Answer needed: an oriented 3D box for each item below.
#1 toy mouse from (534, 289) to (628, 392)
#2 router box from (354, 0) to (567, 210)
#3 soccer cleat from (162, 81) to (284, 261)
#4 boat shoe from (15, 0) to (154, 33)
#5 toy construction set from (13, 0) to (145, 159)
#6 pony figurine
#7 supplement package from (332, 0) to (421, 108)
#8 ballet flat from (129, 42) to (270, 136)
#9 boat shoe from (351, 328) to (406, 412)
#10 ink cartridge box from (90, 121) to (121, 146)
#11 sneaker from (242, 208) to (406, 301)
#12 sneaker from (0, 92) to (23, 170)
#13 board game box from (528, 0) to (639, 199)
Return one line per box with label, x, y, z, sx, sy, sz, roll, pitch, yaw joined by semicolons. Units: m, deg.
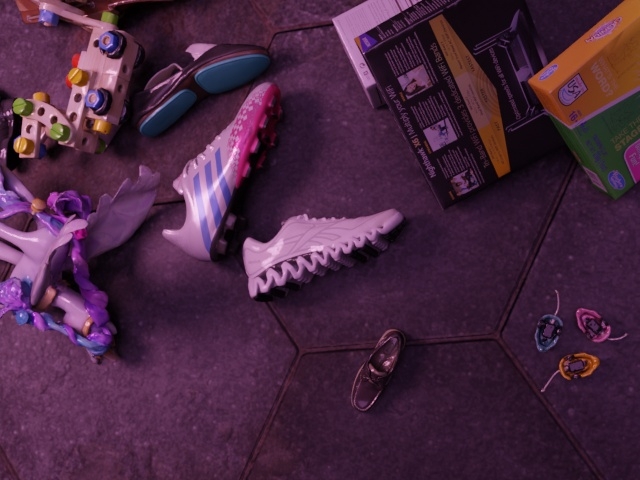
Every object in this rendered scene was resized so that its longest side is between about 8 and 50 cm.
toy mouse;0.402;0.148;1.258;0.161;0.031;0.143;-22;81;8
router box;0.229;-0.232;1.214;0.243;0.081;0.309;-28;121;7
soccer cleat;-0.174;-0.129;1.349;0.143;0.116;0.331;20;89;11
boat shoe;-0.412;-0.445;1.434;0.324;0.122;0.120;5;116;13
toy construction set;-0.434;-0.290;1.369;0.215;0.151;0.328;13;103;23
pony figurine;-0.461;0.016;1.338;0.363;0.303;0.351;33;123;8
supplement package;0.164;-0.344;1.294;0.244;0.139;0.134;-26;81;6
ballet flat;-0.227;-0.292;1.389;0.280;0.095;0.096;-28;68;7
boat shoe;0.092;0.216;1.300;0.056;0.049;0.152;25;90;11
ink cartridge box;-0.403;-0.210;1.443;0.048;0.028;0.083;33;92;13
sneaker;0.000;0.000;1.316;0.292;0.110;0.118;-22;72;7
sneaker;-0.611;-0.212;1.474;0.089;0.051;0.170;0;80;11
board game box;0.505;-0.252;1.189;0.316;0.064;0.242;-41;120;5
